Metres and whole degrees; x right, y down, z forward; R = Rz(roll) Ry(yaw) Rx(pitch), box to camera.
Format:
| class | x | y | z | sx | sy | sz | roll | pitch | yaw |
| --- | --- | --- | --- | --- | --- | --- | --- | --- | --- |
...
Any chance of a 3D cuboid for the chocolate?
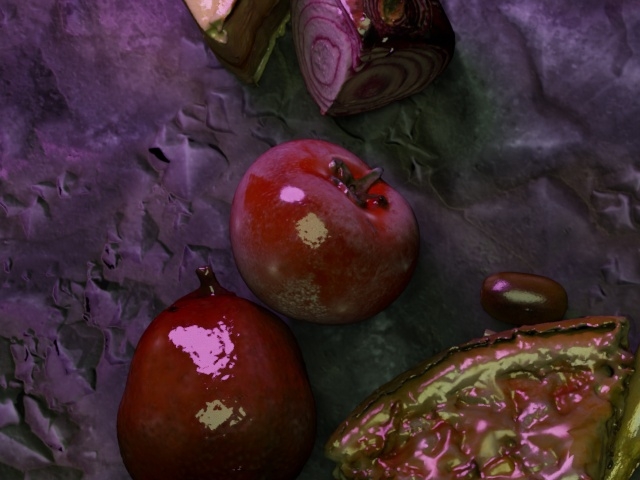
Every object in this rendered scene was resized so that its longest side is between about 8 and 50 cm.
| class | x | y | z | sx | sy | sz | roll | pitch | yaw |
| --- | --- | --- | --- | --- | --- | --- | --- | --- | --- |
| chocolate | 0.431 | 0.239 | 1.868 | 0.085 | 0.085 | 0.219 | 26 | 87 | 12 |

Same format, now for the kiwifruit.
| class | x | y | z | sx | sy | sz | roll | pitch | yaw |
| --- | --- | --- | --- | --- | --- | --- | --- | --- | --- |
| kiwifruit | 0.285 | 0.083 | 1.918 | 0.124 | 0.075 | 0.075 | 11 | 80 | 6 |

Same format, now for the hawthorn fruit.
| class | x | y | z | sx | sy | sz | roll | pitch | yaw |
| --- | --- | --- | --- | --- | --- | --- | --- | --- | --- |
| hawthorn fruit | -0.139 | 0.219 | 1.850 | 0.295 | 0.295 | 0.311 | -18 | 51 | 4 |

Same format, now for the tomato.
| class | x | y | z | sx | sy | sz | roll | pitch | yaw |
| --- | --- | --- | --- | --- | --- | --- | --- | --- | --- |
| tomato | 0.000 | 0.000 | 1.881 | 0.270 | 0.270 | 0.227 | 40 | 117 | 13 |

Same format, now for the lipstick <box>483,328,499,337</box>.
| class | x | y | z | sx | sy | sz | roll | pitch | yaw |
| --- | --- | --- | --- | --- | --- | --- | --- | --- | --- |
| lipstick | 0.274 | 0.149 | 1.932 | 0.094 | 0.019 | 0.019 | 21 | 82 | 12 |

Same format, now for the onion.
| class | x | y | z | sx | sy | sz | roll | pitch | yaw |
| --- | --- | --- | --- | --- | --- | --- | --- | --- | --- |
| onion | 0.074 | -0.313 | 1.957 | 0.207 | 0.216 | 0.206 | -12 | 72 | -30 |

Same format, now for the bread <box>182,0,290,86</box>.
| class | x | y | z | sx | sy | sz | roll | pitch | yaw |
| --- | --- | --- | --- | --- | --- | --- | --- | --- | --- |
| bread | -0.076 | -0.366 | 1.962 | 0.236 | 0.263 | 0.198 | -31 | 79 | 0 |

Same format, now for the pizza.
| class | x | y | z | sx | sy | sz | roll | pitch | yaw |
| --- | --- | --- | --- | --- | --- | --- | --- | --- | --- |
| pizza | 0.198 | 0.271 | 1.819 | 0.391 | 0.080 | 0.435 | 6 | 56 | 22 |
